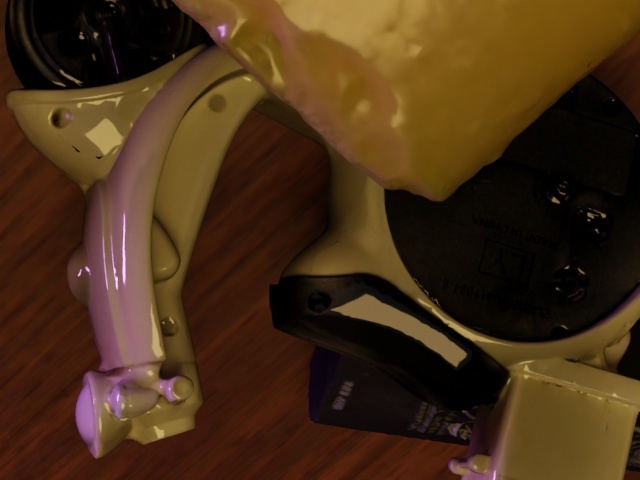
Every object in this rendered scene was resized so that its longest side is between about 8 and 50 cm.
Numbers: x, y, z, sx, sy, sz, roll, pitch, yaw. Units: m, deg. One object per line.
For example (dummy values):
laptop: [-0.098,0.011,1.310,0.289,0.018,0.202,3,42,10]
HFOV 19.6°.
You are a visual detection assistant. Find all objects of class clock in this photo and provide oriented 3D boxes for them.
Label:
clock: [0.000,0.000,0.989,0.379,0.120,0.276,13,78,-8]

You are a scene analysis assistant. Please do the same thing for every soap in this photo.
soap: [0.100,-0.247,0.907,0.427,0.115,0.306,-44,99,10]

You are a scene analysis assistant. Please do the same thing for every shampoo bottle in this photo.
shampoo bottle: [0.153,0.088,1.115,0.309,0.071,0.098,8,140,-9]
